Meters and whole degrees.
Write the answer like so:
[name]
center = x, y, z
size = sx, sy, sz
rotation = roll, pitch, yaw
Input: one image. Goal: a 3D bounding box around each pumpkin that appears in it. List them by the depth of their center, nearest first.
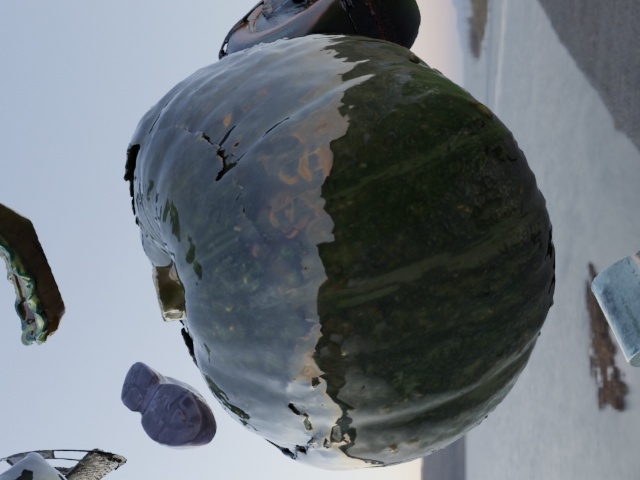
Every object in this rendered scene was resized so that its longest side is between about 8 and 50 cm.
[pumpkin]
center = 0.000, 0.000, 0.533
size = 0.327, 0.257, 0.292
rotation = 36, 143, 58

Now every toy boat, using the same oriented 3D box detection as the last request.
[toy boat]
center = -0.418, 0.023, 0.947
size = 0.099, 0.108, 0.293
rotation = -32, -46, -20

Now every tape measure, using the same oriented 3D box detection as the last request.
[tape measure]
center = -0.003, -0.217, 0.746
size = 0.202, 0.222, 0.135
rotation = -51, -61, -21

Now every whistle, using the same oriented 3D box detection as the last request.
[whistle]
center = 0.638, 0.085, 1.255
size = 0.405, 0.188, 0.168
rotation = 105, 153, -57

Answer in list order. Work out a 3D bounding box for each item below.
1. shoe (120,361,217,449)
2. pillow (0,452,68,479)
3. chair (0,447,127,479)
[shoe]
center = -0.225, 0.283, 1.166
size = 0.137, 0.245, 0.095
rotation = 32, -99, -40
[pillow]
center = -0.304, 0.349, 0.788
size = 0.106, 0.249, 0.186
rotation = -54, -12, 17
[chair]
center = -0.418, 0.375, 1.091
size = 0.213, 0.149, 0.174
rotation = -47, -27, -10
